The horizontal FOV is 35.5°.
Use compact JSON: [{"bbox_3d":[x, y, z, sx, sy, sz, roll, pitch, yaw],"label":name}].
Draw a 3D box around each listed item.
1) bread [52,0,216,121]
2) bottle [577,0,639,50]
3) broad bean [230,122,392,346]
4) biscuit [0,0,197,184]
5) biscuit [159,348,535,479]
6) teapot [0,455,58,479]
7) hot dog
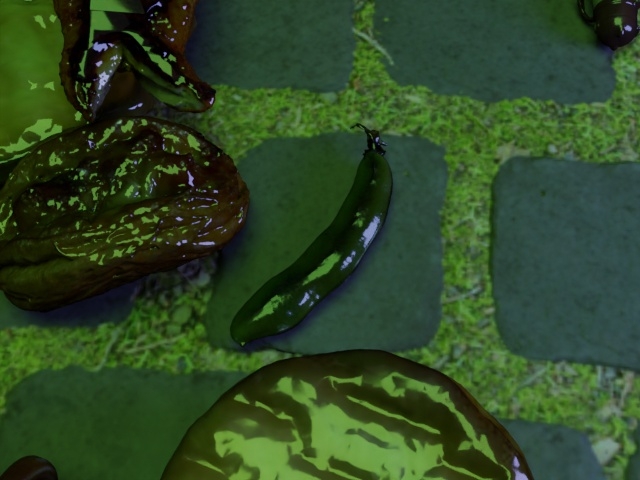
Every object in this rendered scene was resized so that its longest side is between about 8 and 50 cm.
[{"bbox_3d":[-0.166,-0.216,0.881,0.139,0.095,0.269,-3,71,-5],"label":"bread"},{"bbox_3d":[0.274,-0.225,0.928,0.047,0.063,0.101,16,62,-23],"label":"bottle"},{"bbox_3d":[0.005,0.002,0.835,0.069,0.039,0.227,27,66,11],"label":"broad bean"},{"bbox_3d":[-0.294,-0.188,0.948,0.329,0.078,0.335,25,67,14],"label":"biscuit"},{"bbox_3d":[0.025,0.185,0.704,0.274,0.091,0.213,7,65,10],"label":"biscuit"},{"bbox_3d":[-0.248,0.259,0.666,0.178,0.135,0.252,20,66,11],"label":"teapot"},{"bbox_3d":[-0.171,-0.023,0.833,0.226,0.099,0.161,-20,53,-9],"label":"hot dog"}]
